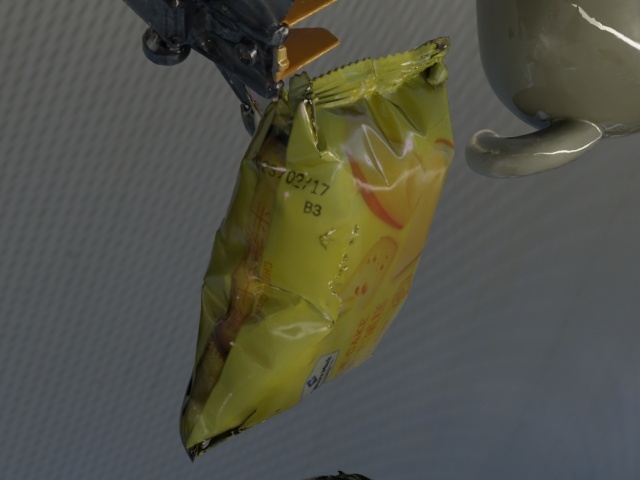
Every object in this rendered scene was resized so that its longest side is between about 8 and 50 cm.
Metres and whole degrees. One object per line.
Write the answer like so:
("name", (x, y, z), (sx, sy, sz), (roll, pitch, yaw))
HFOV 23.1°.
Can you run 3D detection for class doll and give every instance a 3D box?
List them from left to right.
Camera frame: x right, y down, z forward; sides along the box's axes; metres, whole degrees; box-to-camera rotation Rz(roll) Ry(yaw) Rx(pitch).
("doll", (0.209, -0.247, 1.223), (0.226, 0.215, 0.370), (-20, 110, -44))

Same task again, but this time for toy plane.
("toy plane", (-0.128, -0.216, 1.112), (0.103, 0.316, 0.204), (-41, 158, -29))

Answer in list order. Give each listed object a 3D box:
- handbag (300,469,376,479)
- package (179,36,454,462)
("handbag", (0.010, 0.144, 0.753), (0.047, 0.111, 0.072), (10, 70, -34))
("package", (0.000, 0.000, 0.828), (0.168, 0.090, 0.226), (-30, 142, -54))
